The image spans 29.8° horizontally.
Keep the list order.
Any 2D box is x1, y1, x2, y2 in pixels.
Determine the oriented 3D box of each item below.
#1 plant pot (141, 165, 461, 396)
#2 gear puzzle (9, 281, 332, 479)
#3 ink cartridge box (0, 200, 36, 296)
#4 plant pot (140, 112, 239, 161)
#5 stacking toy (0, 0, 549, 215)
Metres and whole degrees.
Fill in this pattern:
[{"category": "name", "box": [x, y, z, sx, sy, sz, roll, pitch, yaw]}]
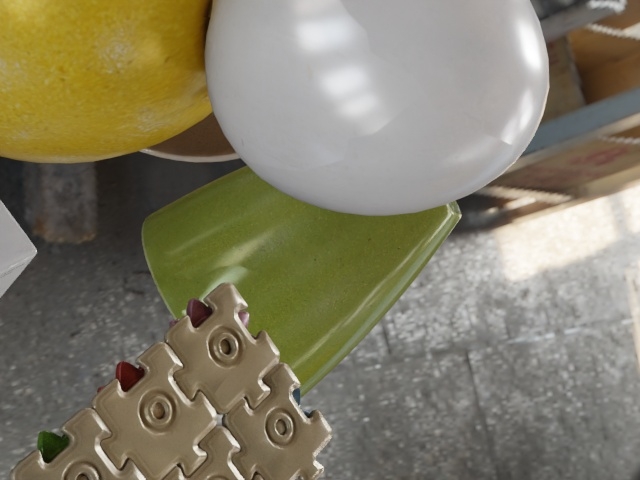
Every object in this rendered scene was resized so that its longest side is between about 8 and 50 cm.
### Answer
[{"category": "plant pot", "box": [0.000, 0.000, 1.351, 0.275, 0.293, 0.275, 51, 13, -16]}, {"category": "gear puzzle", "box": [-0.134, 0.190, 0.874, 0.339, 0.044, 0.175, -43, 105, -38]}, {"category": "ink cartridge box", "box": [-0.353, 0.016, 1.030, 0.148, 0.203, 0.086, 53, 42, 3]}, {"category": "plant pot", "box": [-0.074, -0.223, 0.848, 0.284, 0.284, 0.191, 55, 35, -14]}, {"category": "stacking toy", "box": [-0.123, -0.152, 0.496, 0.350, 0.480, 0.350, -49, 154, -34]}]
